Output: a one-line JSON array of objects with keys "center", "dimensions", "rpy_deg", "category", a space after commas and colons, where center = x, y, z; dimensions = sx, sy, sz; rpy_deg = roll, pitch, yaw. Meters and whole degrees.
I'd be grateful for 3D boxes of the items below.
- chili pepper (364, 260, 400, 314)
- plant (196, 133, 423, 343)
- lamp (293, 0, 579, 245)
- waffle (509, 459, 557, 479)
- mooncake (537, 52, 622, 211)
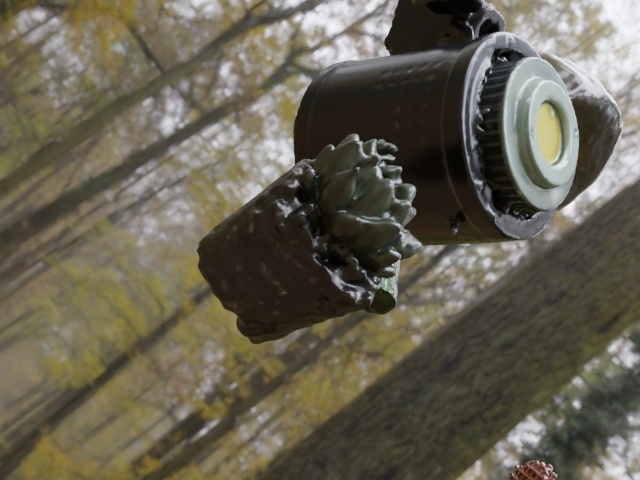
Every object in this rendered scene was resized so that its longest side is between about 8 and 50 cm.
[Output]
[{"center": [0.044, -0.002, 1.922], "dimensions": [0.385, 0.167, 0.213], "rpy_deg": [-100, -150, -49], "category": "chili pepper"}, {"center": [0.000, 0.000, 0.978], "dimensions": [0.132, 0.194, 0.129], "rpy_deg": [56, 19, -10], "category": "plant"}, {"center": [0.117, -0.085, 1.157], "dimensions": [0.272, 0.374, 0.205], "rpy_deg": [21, -5, 45], "category": "lamp"}, {"center": [0.267, 0.318, 1.459], "dimensions": [0.029, 0.075, 0.083], "rpy_deg": [35, -40, -23], "category": "waffle"}, {"center": [0.349, -0.174, 1.909], "dimensions": [0.161, 0.290, 0.290], "rpy_deg": [57, -13, 38], "category": "mooncake"}]
